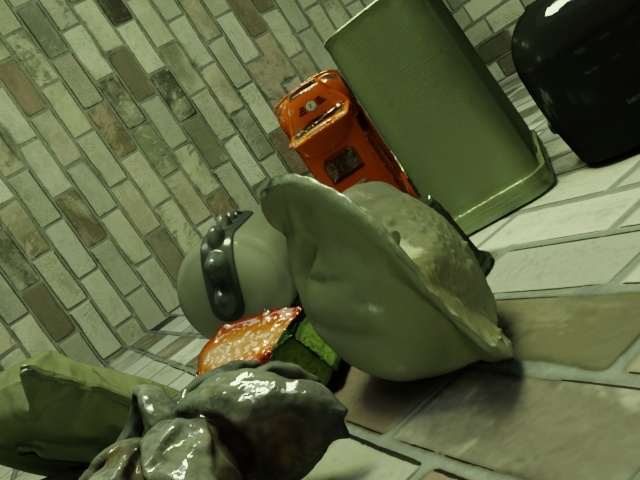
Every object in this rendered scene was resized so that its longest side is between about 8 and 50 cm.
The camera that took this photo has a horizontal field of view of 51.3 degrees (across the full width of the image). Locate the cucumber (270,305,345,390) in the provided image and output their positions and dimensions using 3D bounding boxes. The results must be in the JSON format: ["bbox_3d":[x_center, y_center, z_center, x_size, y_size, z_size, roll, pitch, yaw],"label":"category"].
[{"bbox_3d":[-0.002,0.113,0.795,0.062,0.078,0.211,-48,1,18],"label":"cucumber"}]

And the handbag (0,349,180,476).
[{"bbox_3d":[-0.313,0.231,0.837,0.315,0.253,0.109,-28,47,39],"label":"handbag"}]

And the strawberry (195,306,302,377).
[{"bbox_3d":[-0.080,0.157,0.888,0.188,0.082,0.121,-21,31,22],"label":"strawberry"}]

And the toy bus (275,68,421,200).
[{"bbox_3d":[0.053,-0.130,1.160,0.142,0.329,0.153,-31,9,14],"label":"toy bus"}]

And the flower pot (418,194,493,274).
[{"bbox_3d":[0.108,0.020,0.789,0.157,0.107,0.157,-35,6,4],"label":"flower pot"}]

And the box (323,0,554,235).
[{"bbox_3d":[0.191,-0.217,1.054,0.177,0.344,0.352,-34,7,23],"label":"box"}]

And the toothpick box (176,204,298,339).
[{"bbox_3d":[-0.139,0.053,1.208,0.229,0.229,0.316,-32,7,14],"label":"toothpick box"}]

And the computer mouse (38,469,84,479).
[{"bbox_3d":[-0.394,0.375,0.734,0.330,0.095,0.197,-37,3,-27],"label":"computer mouse"}]

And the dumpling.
[{"bbox_3d":[0.050,0.014,0.589,0.243,0.227,0.175,-19,33,48],"label":"dumpling"}]

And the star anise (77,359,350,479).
[{"bbox_3d":[-0.126,0.192,0.543,0.315,0.139,0.359,-38,4,26],"label":"star anise"}]

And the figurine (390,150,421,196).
[{"bbox_3d":[0.254,-0.185,1.404,0.275,0.161,0.158,-34,30,14],"label":"figurine"}]

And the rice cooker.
[{"bbox_3d":[0.384,-0.248,0.864,0.267,0.225,0.267,-34,5,3],"label":"rice cooker"}]
